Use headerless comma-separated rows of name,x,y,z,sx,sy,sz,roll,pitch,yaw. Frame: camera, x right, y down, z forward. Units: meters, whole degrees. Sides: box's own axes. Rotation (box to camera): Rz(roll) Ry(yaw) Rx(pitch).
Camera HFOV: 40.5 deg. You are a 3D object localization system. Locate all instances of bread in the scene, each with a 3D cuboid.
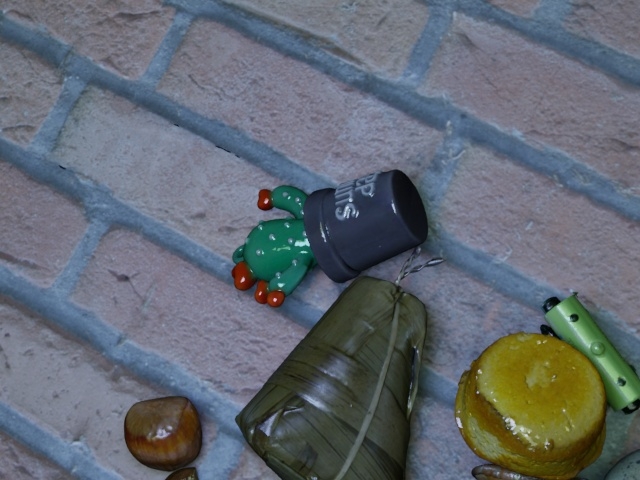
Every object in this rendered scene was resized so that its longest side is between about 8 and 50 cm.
bread,0.370,0.278,1.493,0.268,0.146,0.269,0,58,1

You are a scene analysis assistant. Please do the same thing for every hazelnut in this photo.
hazelnut,-0.306,0.380,1.708,0.150,0.150,0.150,-2,80,10

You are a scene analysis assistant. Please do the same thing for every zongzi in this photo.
zongzi,0.147,0.318,1.655,0.467,0.218,0.500,46,71,-17

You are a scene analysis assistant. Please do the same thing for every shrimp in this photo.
shrimp,0.390,0.434,1.538,0.251,0.143,0.052,3,65,40

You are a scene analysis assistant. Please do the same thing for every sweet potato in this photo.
sweet potato,-0.290,0.486,1.725,0.117,0.049,0.049,-24,76,16

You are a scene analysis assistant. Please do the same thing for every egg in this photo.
egg,0.571,0.446,1.528,0.181,0.141,0.141,-40,75,21

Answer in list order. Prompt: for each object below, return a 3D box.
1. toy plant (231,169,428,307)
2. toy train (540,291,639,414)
toy plant,-0.002,-0.013,1.688,0.400,0.185,0.280,-20,68,26
toy train,0.493,0.203,1.574,0.105,0.157,0.253,-34,74,0
